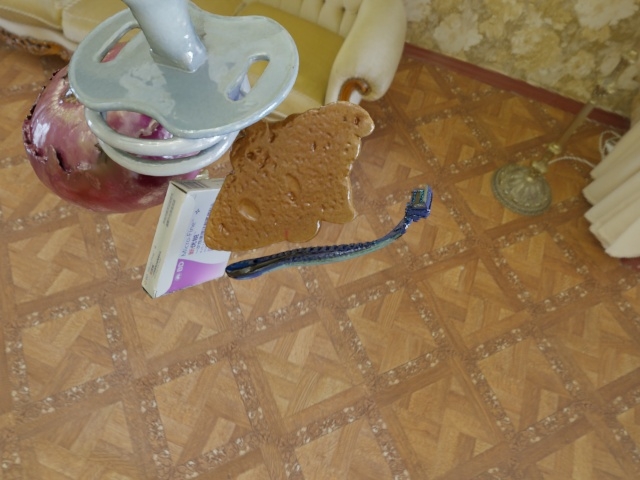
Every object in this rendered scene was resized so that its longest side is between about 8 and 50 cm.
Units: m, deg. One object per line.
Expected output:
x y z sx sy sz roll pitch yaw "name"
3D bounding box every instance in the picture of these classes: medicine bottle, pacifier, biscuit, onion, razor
-0.213 -0.011 0.787 0.052 0.201 0.171 32 22 21 "medicine bottle"
-0.181 -0.234 0.518 0.299 0.233 0.244 18 60 16 "pacifier"
-0.047 -0.071 0.587 0.183 0.280 0.043 52 23 1 "biscuit"
-0.388 -0.203 0.910 0.358 0.345 0.358 0 43 0 "onion"
0.006 0.011 0.641 0.324 0.056 0.093 -20 14 21 "razor"
